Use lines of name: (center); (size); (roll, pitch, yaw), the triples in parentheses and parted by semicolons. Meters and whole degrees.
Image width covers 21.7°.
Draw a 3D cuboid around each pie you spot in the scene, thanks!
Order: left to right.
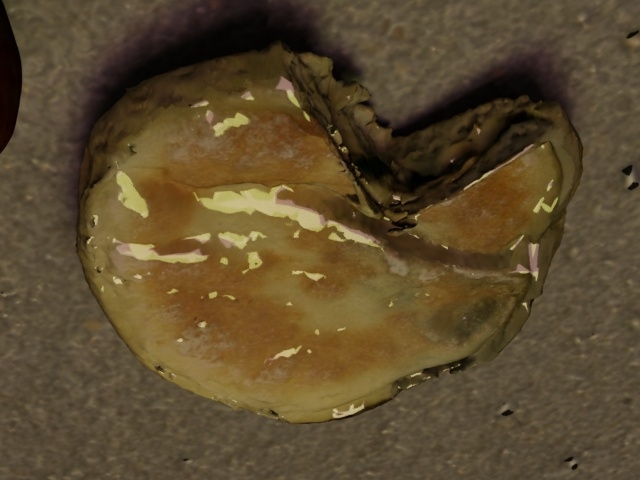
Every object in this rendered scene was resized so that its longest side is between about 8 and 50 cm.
pie: (0.000, 0.000, 1.038); (0.337, 0.075, 0.338); (-5, 138, -4)

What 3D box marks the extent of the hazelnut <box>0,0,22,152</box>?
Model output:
hazelnut: (-0.249, -0.100, 0.802); (0.229, 0.229, 0.229); (-5, 133, -6)
